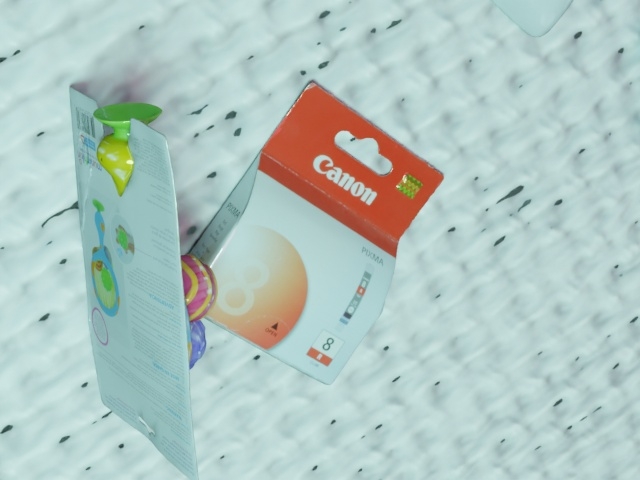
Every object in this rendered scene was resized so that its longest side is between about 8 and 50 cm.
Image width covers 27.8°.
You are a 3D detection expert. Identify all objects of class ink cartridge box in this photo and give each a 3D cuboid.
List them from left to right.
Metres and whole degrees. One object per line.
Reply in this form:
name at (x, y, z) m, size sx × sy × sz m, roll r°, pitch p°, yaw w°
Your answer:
ink cartridge box at (0.000, 0.000, 0.932) m, size 0.145 × 0.045 × 0.179 m, roll 32°, pitch 98°, yaw -31°

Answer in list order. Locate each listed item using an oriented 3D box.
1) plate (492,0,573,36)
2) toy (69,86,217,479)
plate at (0.154, -0.318, 0.871) m, size 0.277 × 0.045 × 0.278 m, roll 35°, pitch 93°, yaw -30°
toy at (-0.106, 0.023, 0.846) m, size 0.056 × 0.137 × 0.237 m, roll -20°, pitch 118°, yaw -30°
